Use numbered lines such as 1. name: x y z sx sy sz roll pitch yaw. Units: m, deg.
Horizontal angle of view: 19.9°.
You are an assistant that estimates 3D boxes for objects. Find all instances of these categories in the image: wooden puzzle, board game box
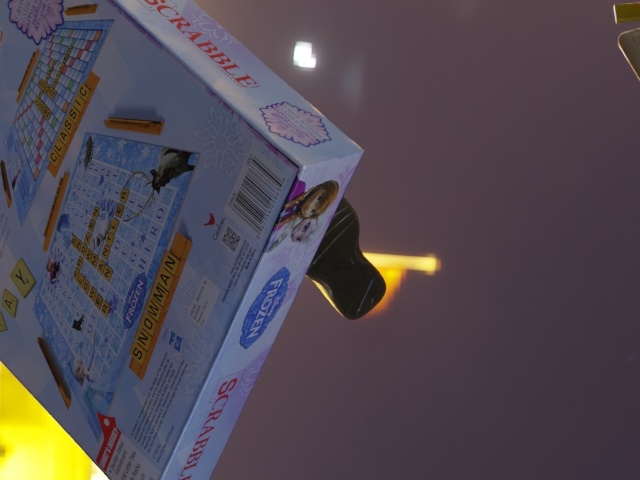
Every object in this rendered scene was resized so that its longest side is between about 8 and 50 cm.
1. wooden puzzle: 0.284 -0.150 1.462 0.014 0.078 0.116 79 -4 -57
2. board game box: -0.151 -0.027 1.272 0.318 0.066 0.319 43 -53 25

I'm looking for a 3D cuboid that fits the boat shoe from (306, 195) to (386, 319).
1. boat shoe: 0.002 -0.001 1.290 0.056 0.153 0.048 -41 -128 -4
